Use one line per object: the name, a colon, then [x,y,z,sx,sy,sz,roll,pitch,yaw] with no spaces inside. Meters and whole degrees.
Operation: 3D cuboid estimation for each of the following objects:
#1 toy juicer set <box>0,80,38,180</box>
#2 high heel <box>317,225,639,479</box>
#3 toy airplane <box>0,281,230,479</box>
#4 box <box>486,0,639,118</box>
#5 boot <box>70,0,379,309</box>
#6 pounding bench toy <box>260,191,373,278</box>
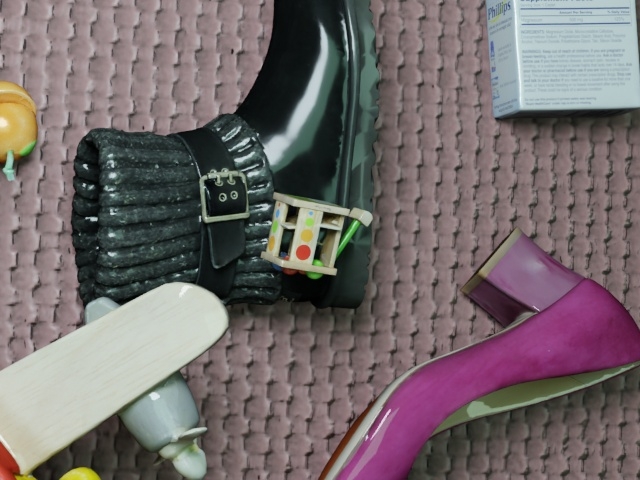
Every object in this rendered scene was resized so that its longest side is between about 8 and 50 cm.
toy juicer set: [-0.387,-0.144,1.548,0.329,0.089,0.209,39,77,-9]
high heel: [0.144,0.171,1.647,0.181,0.127,0.377,40,74,1]
toy airplane: [-0.287,0.199,1.491,0.386,0.272,0.384,7,70,21]
box: [0.231,-0.188,1.730,0.126,0.072,0.137,-2,87,-15]
boot: [-0.087,-0.099,1.606,0.260,0.131,0.348,2,86,-15]
pounding bench toy: [0.000,0.000,1.550,0.083,0.052,0.065,9,95,-23]
